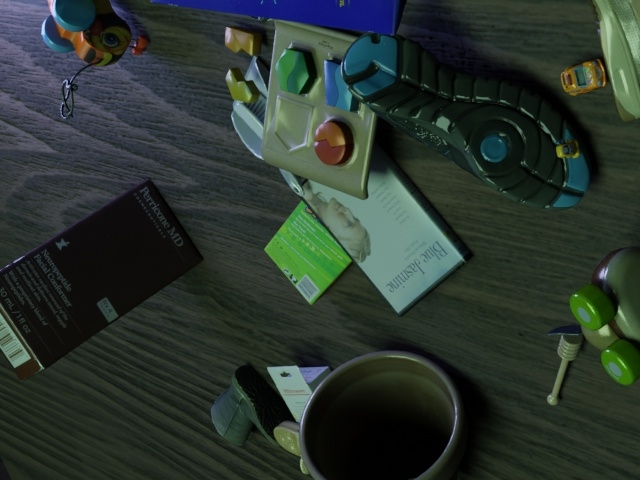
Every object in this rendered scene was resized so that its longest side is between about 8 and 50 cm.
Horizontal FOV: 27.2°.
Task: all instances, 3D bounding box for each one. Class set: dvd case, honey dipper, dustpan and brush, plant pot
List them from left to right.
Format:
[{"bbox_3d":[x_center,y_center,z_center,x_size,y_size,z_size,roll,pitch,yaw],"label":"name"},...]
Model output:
[{"bbox_3d":[-0.074,-0.157,2.013,0.211,0.060,0.147,50,147,13],"label":"dustpan and brush"},{"bbox_3d":[0.088,-0.026,1.940,0.253,0.022,0.180,50,135,5],"label":"dvd case"},{"bbox_3d":[0.121,0.340,2.105,0.263,0.263,0.229,29,159,34],"label":"plant pot"},{"bbox_3d":[0.338,0.181,1.840,0.030,0.030,0.160,36,148,26],"label":"honey dipper"}]

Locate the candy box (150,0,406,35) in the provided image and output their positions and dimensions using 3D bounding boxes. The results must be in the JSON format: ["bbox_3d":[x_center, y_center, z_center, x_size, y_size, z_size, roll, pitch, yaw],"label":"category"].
[{"bbox_3d":[-0.046,-0.401,1.577,0.317,0.122,0.268,11,134,9],"label":"candy box"}]

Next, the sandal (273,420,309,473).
[{"bbox_3d":[-0.013,0.380,2.317,0.240,0.079,0.088,6,126,48],"label":"sandal"}]

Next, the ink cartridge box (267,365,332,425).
[{"bbox_3d":[-0.008,0.284,2.354,0.104,0.061,0.181,-10,113,54],"label":"ink cartridge box"}]

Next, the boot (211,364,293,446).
[{"bbox_3d":[-0.139,0.355,2.582,0.189,0.076,0.208,58,144,21],"label":"boot"}]

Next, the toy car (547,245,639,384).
[{"bbox_3d":[0.358,0.081,1.619,0.149,0.155,0.188,59,160,-8],"label":"toy car"}]

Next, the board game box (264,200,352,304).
[{"bbox_3d":[0.000,0.000,2.100,0.124,0.039,0.259,50,149,6],"label":"board game box"}]

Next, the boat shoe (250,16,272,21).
[{"bbox_3d":[-0.153,-0.385,1.893,0.233,0.079,0.084,44,142,17],"label":"boat shoe"}]

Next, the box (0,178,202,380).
[{"bbox_3d":[-0.424,0.069,2.393,0.191,0.381,0.143,56,146,-4],"label":"box"}]

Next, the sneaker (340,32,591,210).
[{"bbox_3d":[0.190,-0.153,1.658,0.341,0.125,0.139,35,-176,11],"label":"sneaker"}]

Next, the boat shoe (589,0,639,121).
[{"bbox_3d":[0.324,-0.274,1.373,0.098,0.109,0.302,-13,109,17],"label":"boat shoe"}]

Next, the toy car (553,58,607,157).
[{"bbox_3d":[0.299,-0.150,1.532,0.060,0.040,0.122,17,113,53],"label":"toy car"}]

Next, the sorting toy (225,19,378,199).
[{"bbox_3d":[-0.039,-0.202,1.897,0.307,0.041,0.229,23,117,39],"label":"sorting toy"}]

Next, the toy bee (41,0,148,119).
[{"bbox_3d":[-0.376,-0.349,2.185,0.195,0.162,0.298,3,97,61],"label":"toy bee"}]
